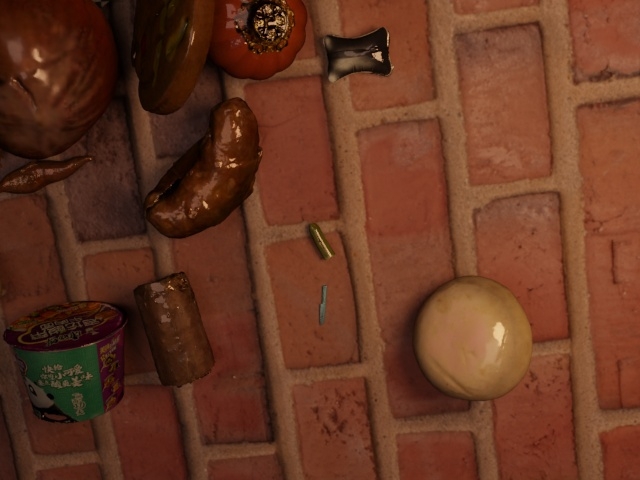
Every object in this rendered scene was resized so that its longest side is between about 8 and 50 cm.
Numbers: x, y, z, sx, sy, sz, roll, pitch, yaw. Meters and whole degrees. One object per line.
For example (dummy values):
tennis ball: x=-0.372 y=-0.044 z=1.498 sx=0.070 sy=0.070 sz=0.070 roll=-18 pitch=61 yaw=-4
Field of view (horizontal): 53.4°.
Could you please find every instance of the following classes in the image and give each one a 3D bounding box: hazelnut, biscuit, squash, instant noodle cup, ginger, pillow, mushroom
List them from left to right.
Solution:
hazelnut: x=-0.551 y=-0.342 z=1.227 sx=0.315 sy=0.372 sz=0.372 roll=-11 pitch=98 yaw=-18
instant noodle cup: x=-0.539 y=0.266 z=1.388 sx=0.251 sy=0.251 sz=0.190 roll=2 pitch=108 yaw=9
biscuit: x=-0.300 y=-0.433 z=1.209 sx=0.350 sy=0.070 sz=0.394 roll=-28 pitch=63 yaw=50
ginger: x=-0.223 y=-0.138 z=1.312 sx=0.321 sy=0.172 sz=0.165 roll=-54 pitch=51 yaw=7
squash: x=0.000 y=0.000 z=1.358 sx=0.027 sy=0.027 sz=0.083 roll=-30 pitch=93 yaw=12
pillow: x=0.076 y=-0.370 z=1.273 sx=0.135 sy=0.055 sz=0.091 roll=-5 pitch=130 yaw=12
mushroom: x=0.310 y=0.200 z=1.267 sx=0.246 sy=0.202 sz=0.246 roll=-20 pitch=60 yaw=37

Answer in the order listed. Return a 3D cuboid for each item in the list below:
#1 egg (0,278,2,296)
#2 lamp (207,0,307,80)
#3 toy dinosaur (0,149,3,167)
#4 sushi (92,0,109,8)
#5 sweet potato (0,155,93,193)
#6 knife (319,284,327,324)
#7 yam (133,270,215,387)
egg: x=-0.813 y=0.084 z=1.433 sx=0.201 sy=0.164 sz=0.164 roll=44 pitch=103 yaw=0
lamp: x=-0.131 y=-0.421 z=1.223 sx=0.223 sy=0.196 sz=0.223 roll=-9 pitch=111 yaw=-26
toy dinosaur: x=-0.728 y=-0.219 z=1.430 sx=0.026 sy=0.041 sz=0.113 roll=-12 pitch=93 yaw=14
sushi: x=-0.473 y=-0.550 z=1.343 sx=0.126 sy=0.026 sz=0.120 roll=-36 pitch=90 yaw=8
sweet potato: x=-0.613 y=-0.152 z=1.416 sx=0.226 sy=0.068 sz=0.068 roll=-21 pitch=96 yaw=-7
knife: x=0.005 y=0.142 z=1.391 sx=0.014 sy=0.005 sz=0.091 roll=5 pitch=101 yaw=7
yam: x=-0.322 y=0.188 z=1.390 sx=0.129 sy=0.128 sz=0.238 roll=-21 pitch=103 yaw=-22
